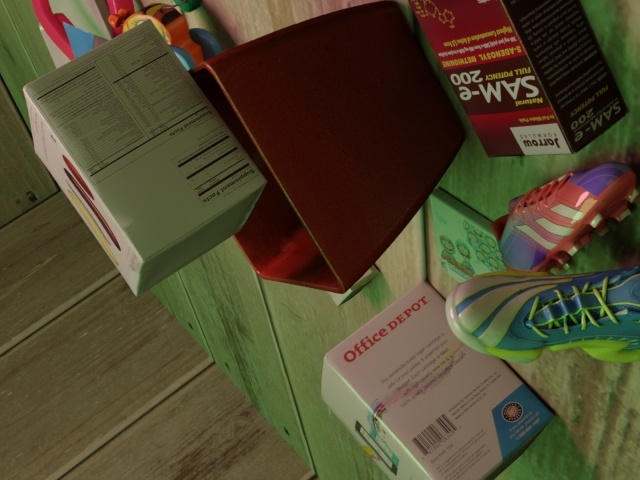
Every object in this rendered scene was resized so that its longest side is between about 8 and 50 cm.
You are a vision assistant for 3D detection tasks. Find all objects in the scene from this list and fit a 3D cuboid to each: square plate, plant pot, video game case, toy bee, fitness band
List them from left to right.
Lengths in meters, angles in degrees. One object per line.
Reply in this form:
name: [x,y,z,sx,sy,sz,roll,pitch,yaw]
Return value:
fitness band: [-0.443,-0.444,1.703,0.291,0.054,0.209,46,130,23]
square plate: [-0.460,-0.367,1.873,0.347,0.049,0.344,-31,84,59]
toy bee: [-0.233,-0.293,1.390,0.162,0.195,0.298,16,107,19]
plant pot: [-0.002,-0.124,1.038,0.267,0.236,0.267,59,162,-14]
video game case: [0.200,0.023,1.145,0.157,0.019,0.143,39,156,39]

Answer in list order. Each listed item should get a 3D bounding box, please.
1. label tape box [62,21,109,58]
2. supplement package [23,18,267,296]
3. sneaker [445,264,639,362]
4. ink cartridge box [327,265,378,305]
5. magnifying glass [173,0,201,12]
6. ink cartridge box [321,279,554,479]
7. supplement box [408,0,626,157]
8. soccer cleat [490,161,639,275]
label tape box: [-0.317,-0.221,1.632,0.333,0.106,0.240,22,152,12]
supplement package: [-0.186,-0.077,0.960,0.203,0.149,0.194,54,162,4]
sneaker: [0.241,0.054,0.854,0.126,0.240,0.091,127,141,-53]
ink cartridge box: [0.000,0.000,1.517,0.209,0.062,0.109,52,161,7]
magnifying glass: [-0.254,-0.455,1.403,0.231,0.026,0.092,56,162,-12]
ink cartridge box: [0.159,0.242,1.348,0.270,0.198,0.197,48,161,21]
supplement box: [0.154,-0.191,0.800,0.239,0.073,0.130,59,160,-16]
soccer cleat: [0.229,-0.024,0.908,0.095,0.083,0.248,54,165,15]
